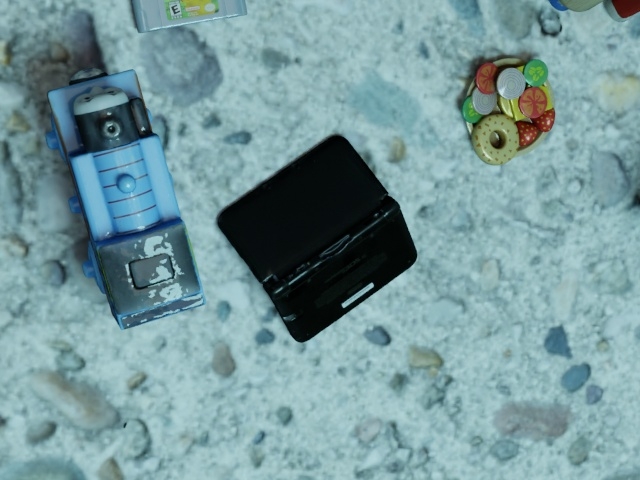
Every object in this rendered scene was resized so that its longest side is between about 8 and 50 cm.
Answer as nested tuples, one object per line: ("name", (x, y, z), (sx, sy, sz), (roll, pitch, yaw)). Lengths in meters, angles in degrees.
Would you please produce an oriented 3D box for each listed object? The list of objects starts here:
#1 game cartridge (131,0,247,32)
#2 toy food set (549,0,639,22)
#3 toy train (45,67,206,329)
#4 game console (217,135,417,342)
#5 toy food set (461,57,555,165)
("game cartridge", (-0.098, -0.185, 0.868), (0.083, 0.017, 0.056), (-13, 98, -15))
("toy food set", (0.252, -0.243, 0.945), (0.232, 0.104, 0.111), (-32, 93, -29))
("toy train", (-0.136, -0.030, 0.831), (0.080, 0.105, 0.184), (-17, 103, -15))
("game console", (0.000, 0.000, 0.928), (0.122, 0.071, 0.107), (-35, 137, -9))
("toy food set", (0.152, -0.107, 0.955), (0.083, 0.020, 0.082), (-21, 104, -13))
